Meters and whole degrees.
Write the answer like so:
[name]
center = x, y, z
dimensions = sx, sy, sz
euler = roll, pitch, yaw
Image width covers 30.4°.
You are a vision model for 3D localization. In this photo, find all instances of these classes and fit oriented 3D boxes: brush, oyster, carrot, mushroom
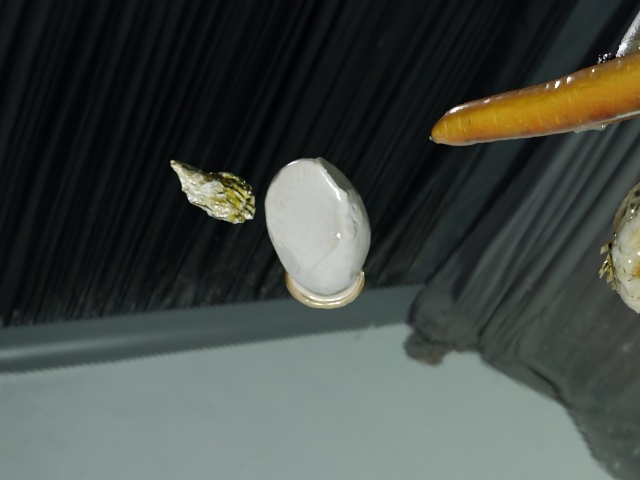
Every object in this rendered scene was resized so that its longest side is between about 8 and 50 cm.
[brush]
center = 0.348, -0.216, 1.349
dimensions = 0.248, 0.043, 0.036
euler = -55, 126, -30
[oyster]
center = -0.162, -0.080, 1.833
dimensions = 0.146, 0.045, 0.121
euler = 40, 26, 2
[carrot]
center = 0.136, -0.075, 0.605
dimensions = 0.037, 0.190, 0.037
euler = 28, 55, -50
[mushroom]
center = 0.000, 0.000, 1.488
dimensions = 0.128, 0.350, 0.128
euler = -1, 69, 1

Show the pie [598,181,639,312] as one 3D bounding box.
[pie]
center = 0.263, -0.010, 0.715
dimensions = 0.193, 0.163, 0.079
euler = 18, 46, -32
